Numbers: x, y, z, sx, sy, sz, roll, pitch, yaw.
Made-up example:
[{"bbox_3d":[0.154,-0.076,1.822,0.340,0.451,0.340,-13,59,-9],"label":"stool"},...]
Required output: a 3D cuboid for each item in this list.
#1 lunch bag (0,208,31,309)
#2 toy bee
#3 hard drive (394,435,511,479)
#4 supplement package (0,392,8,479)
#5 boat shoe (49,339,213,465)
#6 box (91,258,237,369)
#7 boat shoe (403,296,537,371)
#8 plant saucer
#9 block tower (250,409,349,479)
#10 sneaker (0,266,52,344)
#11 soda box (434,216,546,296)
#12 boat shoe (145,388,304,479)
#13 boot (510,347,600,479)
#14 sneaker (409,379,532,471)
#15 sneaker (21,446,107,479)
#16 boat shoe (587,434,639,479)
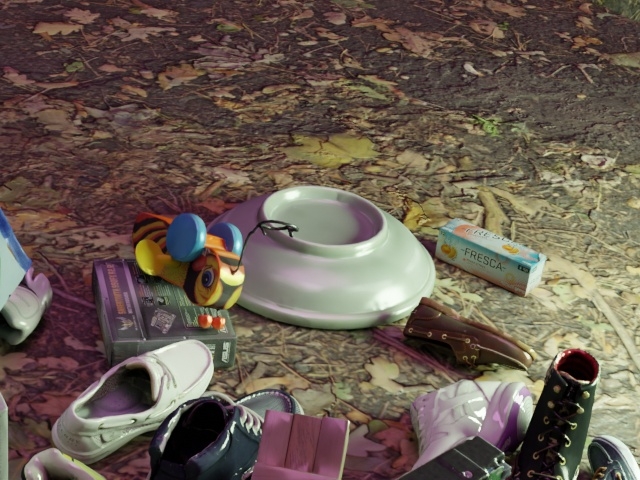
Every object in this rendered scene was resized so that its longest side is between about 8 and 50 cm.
[{"bbox_3d":[-0.642,0.046,1.664,0.386,0.238,0.327,11,48,20],"label":"lunch bag"},{"bbox_3d":[-0.179,0.043,1.841,0.195,0.162,0.298,13,-6,-25],"label":"toy bee"},{"bbox_3d":[0.055,0.365,1.340,0.339,0.236,0.064,-20,42,-39],"label":"hard drive"},{"bbox_3d":[-0.426,0.255,1.401,0.134,0.244,0.139,-9,35,-27],"label":"supplement package"},{"bbox_3d":[-0.232,0.197,1.685,0.098,0.096,0.277,41,42,14],"label":"boat shoe"},{"bbox_3d":[-0.238,0.107,1.903,0.183,0.056,0.231,-2,31,-18],"label":"box"},{"bbox_3d":[0.224,0.158,1.932,0.207,0.073,0.073,22,69,29],"label":"boat shoe"},{"bbox_3d":[0.000,0.000,2.111,0.401,0.100,0.400,6,30,-4],"label":"plant saucer"},{"bbox_3d":[-0.023,0.268,1.411,0.091,0.335,0.097,10,71,2],"label":"block tower"},{"bbox_3d":[-0.542,0.082,1.831,0.292,0.110,0.118,8,38,0],"label":"sneaker"},{"bbox_3d":[0.289,0.027,2.174,0.183,0.063,0.058,25,34,26],"label":"soda box"},{"bbox_3d":[-0.107,0.244,1.590,0.127,0.158,0.340,18,31,16],"label":"boat shoe"},{"bbox_3d":[0.299,0.262,1.643,0.085,0.178,0.236,16,29,13],"label":"boot"},{"bbox_3d":[0.169,0.275,1.689,0.152,0.114,0.305,8,22,28],"label":"sneaker"},{"bbox_3d":[-0.224,0.350,1.316,0.145,0.147,0.385,-37,34,-20],"label":"sneaker"},{"bbox_3d":[0.377,0.323,1.671,0.083,0.065,0.183,0,31,-18],"label":"boat shoe"}]
